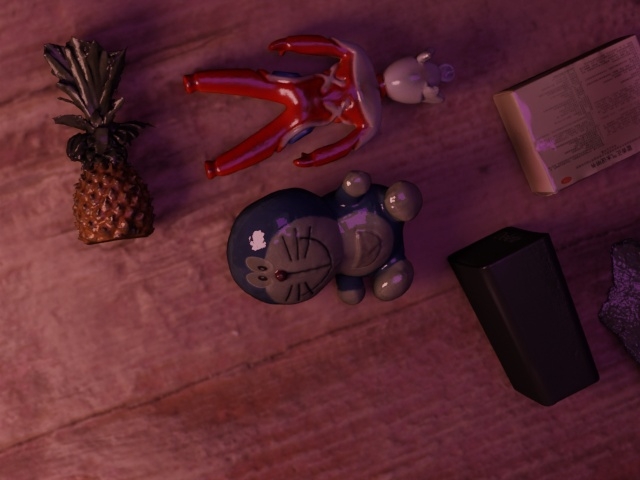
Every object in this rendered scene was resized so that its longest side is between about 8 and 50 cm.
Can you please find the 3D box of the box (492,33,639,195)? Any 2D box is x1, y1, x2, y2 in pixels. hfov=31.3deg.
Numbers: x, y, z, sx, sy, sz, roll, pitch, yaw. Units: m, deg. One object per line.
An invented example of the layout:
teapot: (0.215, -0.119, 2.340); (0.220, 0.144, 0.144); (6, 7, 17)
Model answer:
box: (0.389, -0.184, 1.688); (0.212, 0.095, 0.168); (-25, 95, -8)

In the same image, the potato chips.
potato chips: (0.510, 0.116, 1.743); (0.167, 0.059, 0.228); (8, 96, -5)

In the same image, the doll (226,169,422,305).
doll: (0.000, 0.000, 1.585); (0.258, 0.154, 0.228); (-15, 132, -21)

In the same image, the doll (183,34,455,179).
doll: (0.006, -0.203, 1.620); (0.383, 0.099, 0.188); (-11, 95, -4)

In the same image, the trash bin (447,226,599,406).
trash bin: (0.298, 0.107, 1.649); (0.115, 0.165, 0.226); (-27, 99, -9)

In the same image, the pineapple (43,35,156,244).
pineapple: (-0.302, -0.135, 1.555); (0.130, 0.119, 0.277); (-6, 93, 34)
